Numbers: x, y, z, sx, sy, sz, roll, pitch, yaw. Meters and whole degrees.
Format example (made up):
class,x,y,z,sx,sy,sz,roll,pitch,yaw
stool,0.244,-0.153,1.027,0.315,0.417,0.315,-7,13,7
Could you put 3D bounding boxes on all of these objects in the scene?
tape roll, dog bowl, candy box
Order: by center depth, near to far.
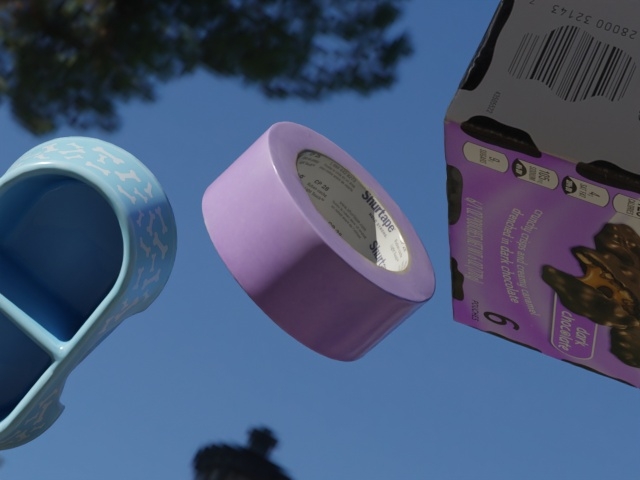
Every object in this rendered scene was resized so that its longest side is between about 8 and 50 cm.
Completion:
class,x,y,z,sx,sy,sz,roll,pitch,yaw
candy box,0.147,0.001,0.628,0.196,0.070,0.165,20,-23,15
tape roll,0.000,0.000,1.439,0.189,0.189,0.080,42,-69,-18
dog bowl,-0.248,0.050,1.466,0.166,0.074,0.297,41,-79,4
